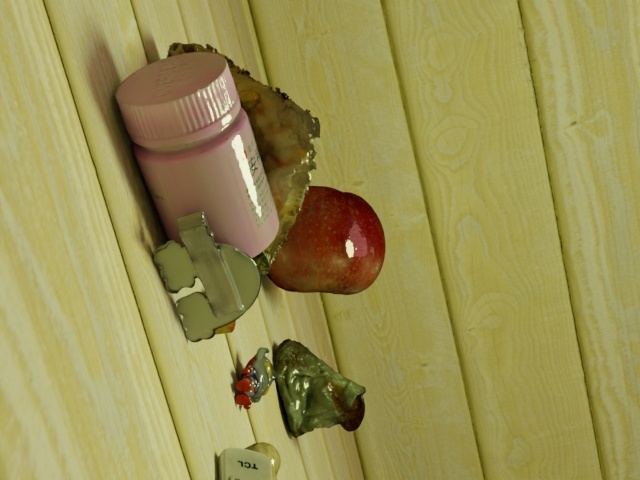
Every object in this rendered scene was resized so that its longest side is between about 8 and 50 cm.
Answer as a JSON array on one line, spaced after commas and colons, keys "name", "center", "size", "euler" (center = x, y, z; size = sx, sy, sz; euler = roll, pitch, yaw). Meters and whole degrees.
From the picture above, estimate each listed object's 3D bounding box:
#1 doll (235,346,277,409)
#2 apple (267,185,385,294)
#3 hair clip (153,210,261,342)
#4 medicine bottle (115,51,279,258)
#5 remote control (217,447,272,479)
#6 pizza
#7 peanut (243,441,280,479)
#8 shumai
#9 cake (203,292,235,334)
[{"name": "doll", "center": [-0.124, 0.265, 1.730], "size": [0.195, 0.062, 0.104], "euler": [-31, 107, -79]}, {"name": "apple", "center": [0.000, 0.000, 2.357], "size": [0.348, 0.349, 0.276], "euler": [33, 61, -84]}, {"name": "hair clip", "center": [-0.161, 0.055, 1.334], "size": [0.054, 0.140, 0.220], "euler": [-114, -175, -53]}, {"name": "medicine bottle", "center": [-0.179, -0.117, 1.355], "size": [0.178, 0.178, 0.290], "euler": [-97, 172, -57]}, {"name": "remote control", "center": [-0.110, 0.399, 1.363], "size": [0.029, 0.088, 0.190], "euler": [-56, -153, 35]}, {"name": "pizza", "center": [-0.150, -0.116, 1.598], "size": [0.435, 0.080, 0.391], "euler": [41, -42, 44]}, {"name": "peanut", "center": [-0.105, 0.395, 1.479], "size": [0.187, 0.082, 0.082], "euler": [-92, 168, -63]}, {"name": "shumai", "center": [0.003, 0.353, 2.232], "size": [0.222, 0.204, 0.271], "euler": [73, 2, -54]}, {"name": "cake", "center": [-0.176, 0.124, 1.587], "size": [0.084, 0.044, 0.084], "euler": [-12, 90, -88]}]
